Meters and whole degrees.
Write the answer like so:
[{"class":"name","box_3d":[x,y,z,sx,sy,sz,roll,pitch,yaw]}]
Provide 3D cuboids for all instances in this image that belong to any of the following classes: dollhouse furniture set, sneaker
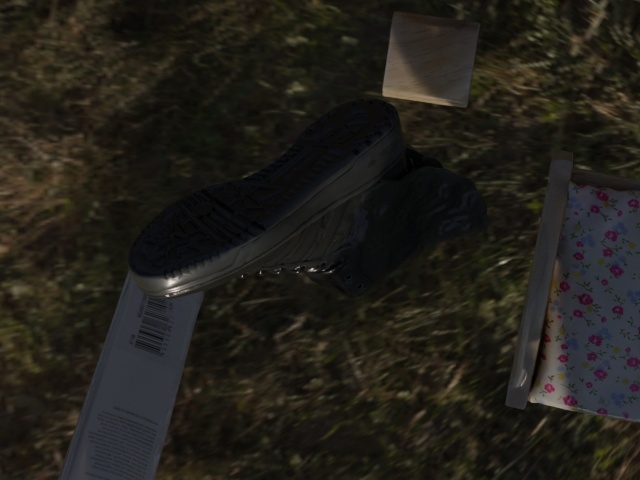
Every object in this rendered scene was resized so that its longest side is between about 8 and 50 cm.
[{"class":"dollhouse furniture set","box_3d":[0.148,0.010,0.775,0.303,0.174,0.355,9,103,8]},{"class":"sneaker","box_3d":[-0.002,-0.001,0.713,0.170,0.089,0.051,-34,42,-20]}]

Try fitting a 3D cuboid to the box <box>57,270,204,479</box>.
[{"class":"box","box_3d":[-0.161,0.207,1.025,0.058,0.232,0.322,18,125,-6]}]
